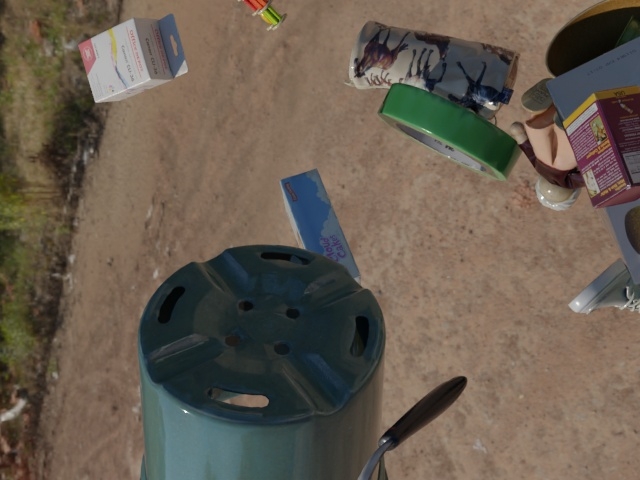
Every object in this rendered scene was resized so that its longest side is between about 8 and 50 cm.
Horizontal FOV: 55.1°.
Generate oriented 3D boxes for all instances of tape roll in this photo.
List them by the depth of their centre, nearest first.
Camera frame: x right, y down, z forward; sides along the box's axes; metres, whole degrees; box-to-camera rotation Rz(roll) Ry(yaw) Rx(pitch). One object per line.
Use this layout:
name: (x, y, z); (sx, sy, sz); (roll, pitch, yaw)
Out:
tape roll: (0.282, -0.237, 1.352); (0.321, 0.321, 0.077); (35, 100, 48)

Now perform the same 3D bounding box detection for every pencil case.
pencil case: (0.272, -0.417, 1.515); (0.410, 0.160, 0.184); (15, 89, 10)

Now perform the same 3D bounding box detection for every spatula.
spatula: (0.047, 0.185, 0.493); (0.030, 0.296, 0.084); (51, 134, 7)

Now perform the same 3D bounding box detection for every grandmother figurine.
grandmother figurine: (0.448, -0.163, 1.174); (0.104, 0.342, 0.208); (-38, 56, 1)

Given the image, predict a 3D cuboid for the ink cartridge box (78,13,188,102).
ink cartridge box: (-0.349, -0.340, 1.143); (0.198, 0.067, 0.115); (-11, 99, 31)

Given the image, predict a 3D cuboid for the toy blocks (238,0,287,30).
toy blocks: (-0.157, -0.587, 1.501); (0.054, 0.148, 0.123); (-48, 24, 2)

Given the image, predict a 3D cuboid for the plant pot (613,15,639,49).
plant pot: (0.594, -0.361, 1.134); (0.079, 0.083, 0.083); (30, 121, 17)

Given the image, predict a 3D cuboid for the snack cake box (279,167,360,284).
snack cake box: (0.000, 0.000, 1.307); (0.152, 0.089, 0.264); (86, 164, -66)

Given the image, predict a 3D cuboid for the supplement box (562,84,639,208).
supplement box: (0.242, -0.076, 0.502); (0.055, 0.043, 0.083); (114, 144, -73)

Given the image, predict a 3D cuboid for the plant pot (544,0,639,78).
plant pot: (0.598, -0.299, 1.193); (0.237, 0.254, 0.237); (-26, 40, 24)

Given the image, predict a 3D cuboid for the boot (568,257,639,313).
boot: (0.564, 0.092, 1.088); (0.123, 0.258, 0.095); (52, 152, 22)

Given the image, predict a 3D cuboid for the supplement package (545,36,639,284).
supplement package: (0.375, -0.087, 0.696); (0.139, 0.244, 0.134); (-25, 40, 21)

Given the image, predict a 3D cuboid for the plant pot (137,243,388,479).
plant pot: (-0.067, 0.207, 0.725); (0.341, 0.341, 0.334); (47, 145, 42)
